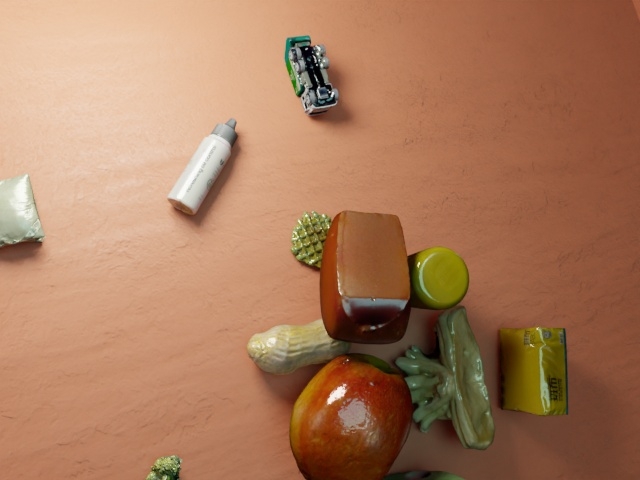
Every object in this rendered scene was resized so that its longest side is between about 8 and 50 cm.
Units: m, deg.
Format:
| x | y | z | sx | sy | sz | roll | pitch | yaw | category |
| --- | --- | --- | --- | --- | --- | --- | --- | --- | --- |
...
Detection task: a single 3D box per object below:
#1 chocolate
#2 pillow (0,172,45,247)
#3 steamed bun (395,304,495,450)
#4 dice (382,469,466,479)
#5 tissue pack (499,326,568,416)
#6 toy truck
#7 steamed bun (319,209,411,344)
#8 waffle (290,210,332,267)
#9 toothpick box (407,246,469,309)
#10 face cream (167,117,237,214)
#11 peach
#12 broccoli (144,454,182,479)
| x | y | z | sx | sy | sz | roll | pitch | yaw | category |
| --- | --- | --- | --- | --- | --- | --- | --- | --- | --- |
| -0.052 | 0.293 | 1.381 | 0.309 | 0.134 | 0.134 | -4 | 80 | -23 | chocolate |
| -0.767 | -0.074 | 1.224 | 0.134 | 0.078 | 0.182 | -14 | 83 | -22 | pillow |
| 0.367 | 0.432 | 1.497 | 0.247 | 0.189 | 0.428 | -6 | 81 | -50 | steamed bun |
| 0.256 | 0.803 | 1.281 | 0.330 | 0.318 | 0.323 | -7 | 80 | -22 | dice |
| 0.674 | 0.412 | 1.587 | 0.134 | 0.192 | 0.271 | 9 | 75 | -20 | tissue pack |
| -0.036 | -0.522 | 1.562 | 0.114 | 0.124 | 0.253 | -16 | 87 | -22 | toy truck |
| 0.114 | 0.116 | 1.356 | 0.234 | 0.248 | 0.379 | 5 | 50 | -5 | steamed bun |
| 0.000 | 0.000 | 1.511 | 0.183 | 0.036 | 0.169 | 22 | 70 | -15 | waffle |
| 0.300 | 0.119 | 1.472 | 0.174 | 0.271 | 0.175 | 2 | 81 | -15 | toothpick box |
| -0.319 | -0.223 | 1.413 | 0.092 | 0.092 | 0.311 | 31 | 69 | -12 | face cream |
| 0.076 | 0.482 | 1.301 | 0.289 | 0.373 | 0.373 | 25 | 68 | 20 | peach |
| -0.388 | 0.581 | 1.218 | 0.096 | 0.092 | 0.095 | -2 | 105 | -9 | broccoli |
